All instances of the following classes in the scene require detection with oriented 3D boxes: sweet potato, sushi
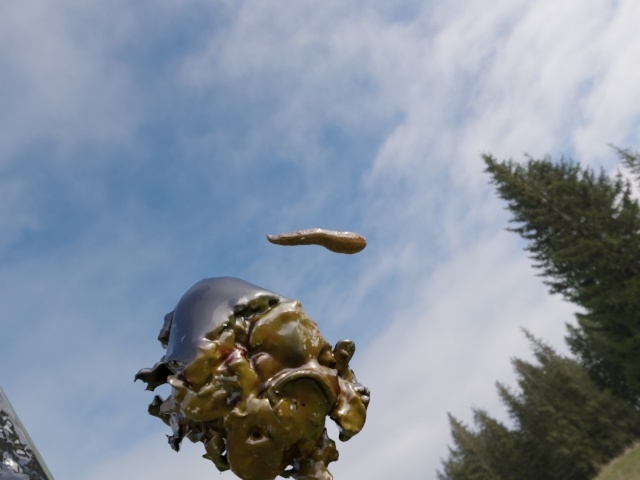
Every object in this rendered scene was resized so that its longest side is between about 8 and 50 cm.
[{"bbox_3d":[0.000,0.000,0.982,0.214,0.050,0.050,5,-50,-22],"label":"sweet potato"},{"bbox_3d":[-0.071,0.156,0.555,0.213,0.204,0.200,38,-112,-34],"label":"sushi"}]

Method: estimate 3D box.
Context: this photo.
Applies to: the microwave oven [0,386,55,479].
[{"bbox_3d":[-0.283,0.194,0.208,0.237,0.181,0.295,-35,-8,-5],"label":"microwave oven"}]
